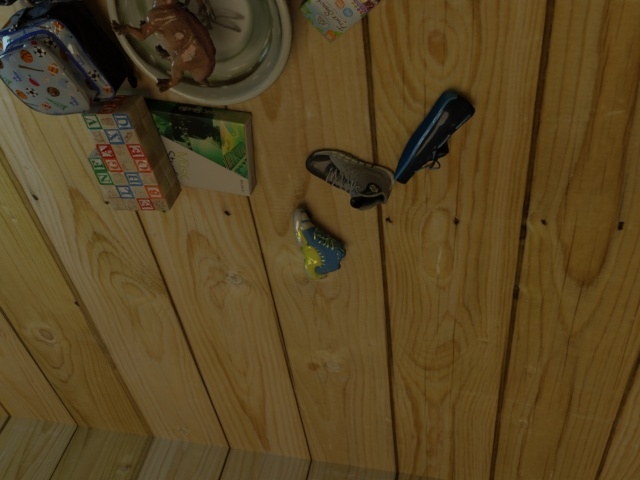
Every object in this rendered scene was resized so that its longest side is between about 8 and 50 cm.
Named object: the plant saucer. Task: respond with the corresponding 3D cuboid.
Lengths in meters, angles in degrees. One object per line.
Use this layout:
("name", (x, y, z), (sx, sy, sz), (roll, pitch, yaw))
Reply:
("plant saucer", (-0.244, -0.480, 1.406), (0.400, 0.100, 0.400), (8, 135, 8))

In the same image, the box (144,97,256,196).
("box", (-0.329, -0.237, 1.700), (0.322, 0.058, 0.232), (8, 135, 8))

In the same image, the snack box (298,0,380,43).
("snack box", (0.040, -0.484, 1.359), (0.141, 0.037, 0.100), (-30, 118, 37))

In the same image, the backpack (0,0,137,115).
("backpack", (-0.608, -0.409, 1.523), (0.263, 0.213, 0.276), (1, 137, 31))

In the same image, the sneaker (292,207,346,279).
("sneaker", (0.000, 0.000, 1.829), (0.126, 0.091, 0.240), (-12, 131, 3))

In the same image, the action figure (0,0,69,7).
("action figure", (-0.636, -0.541, 1.308), (0.341, 0.330, 0.178), (5, 124, 16))

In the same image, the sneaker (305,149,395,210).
("sneaker", (0.065, -0.140, 1.620), (0.228, 0.132, 0.086), (13, 136, 4))

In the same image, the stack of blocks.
("stack of blocks", (-0.485, -0.214, 1.670), (0.171, 0.087, 0.297), (2, 134, 17))

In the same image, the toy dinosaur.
("toy dinosaur", (-0.267, -0.413, 1.327), (0.200, 0.127, 0.296), (-14, 134, 19))

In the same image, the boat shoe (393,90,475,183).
("boat shoe", (0.256, -0.214, 1.512), (0.089, 0.109, 0.258), (24, 138, -11))
